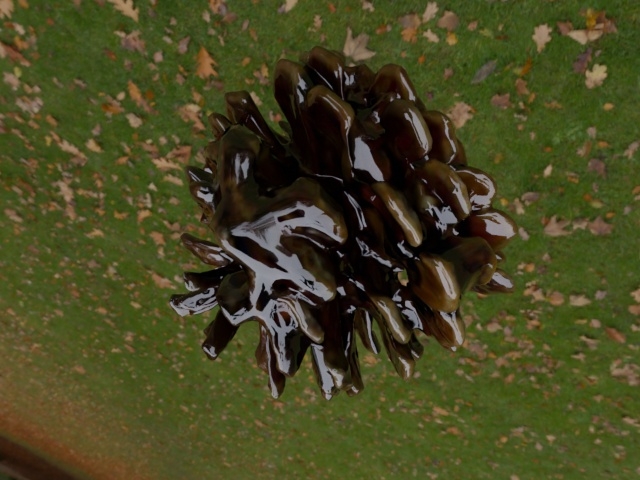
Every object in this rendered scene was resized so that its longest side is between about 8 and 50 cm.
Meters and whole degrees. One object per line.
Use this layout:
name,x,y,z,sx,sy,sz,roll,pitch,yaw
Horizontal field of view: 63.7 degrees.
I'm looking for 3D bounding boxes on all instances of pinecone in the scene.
pinecone,0.000,0.000,0.605,0.397,0.398,0.398,16,145,12
